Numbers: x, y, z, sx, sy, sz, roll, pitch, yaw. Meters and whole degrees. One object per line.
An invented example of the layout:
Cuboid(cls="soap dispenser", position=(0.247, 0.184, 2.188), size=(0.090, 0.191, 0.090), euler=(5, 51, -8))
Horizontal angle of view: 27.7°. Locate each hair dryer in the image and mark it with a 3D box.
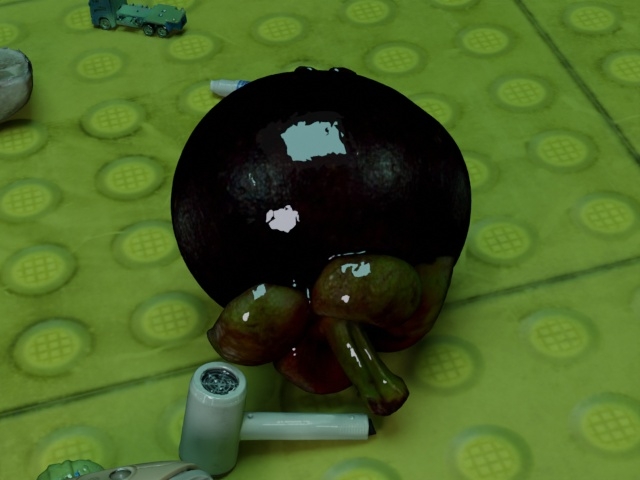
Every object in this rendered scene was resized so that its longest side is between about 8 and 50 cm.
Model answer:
Cuboid(cls="hair dryer", position=(-0.045, 0.217, 1.551), size=(0.236, 0.131, 0.073), euler=(5, 38, -10))

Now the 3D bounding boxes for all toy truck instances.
Cuboid(cls="toy truck", position=(-0.322, -0.412, 2.286), size=(0.175, 0.081, 0.067), euler=(12, 46, 18))

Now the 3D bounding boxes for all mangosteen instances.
Cuboid(cls="mangosteen", position=(0.000, 0.000, 1.626), size=(0.382, 0.382, 0.435), euler=(2, 72, 7))

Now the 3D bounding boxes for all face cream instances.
Cuboid(cls="face cream", position=(-0.120, -0.243, 2.118), size=(0.130, 0.034, 0.034), euler=(10, 44, 16))

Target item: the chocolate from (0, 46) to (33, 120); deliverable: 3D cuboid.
Cuboid(cls="chocolate", position=(-0.610, -0.225, 2.090), size=(0.303, 0.100, 0.185), euler=(-15, 33, -16))

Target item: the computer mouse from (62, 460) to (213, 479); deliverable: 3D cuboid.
Cuboid(cls="computer mouse", position=(-0.224, 0.319, 1.418), size=(0.236, 0.145, 0.082), euler=(-8, 25, -10))

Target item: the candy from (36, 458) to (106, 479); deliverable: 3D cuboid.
Cuboid(cls="candy", position=(-0.394, 0.339, 1.477), size=(0.335, 0.092, 0.093), euler=(-21, 81, -8))
